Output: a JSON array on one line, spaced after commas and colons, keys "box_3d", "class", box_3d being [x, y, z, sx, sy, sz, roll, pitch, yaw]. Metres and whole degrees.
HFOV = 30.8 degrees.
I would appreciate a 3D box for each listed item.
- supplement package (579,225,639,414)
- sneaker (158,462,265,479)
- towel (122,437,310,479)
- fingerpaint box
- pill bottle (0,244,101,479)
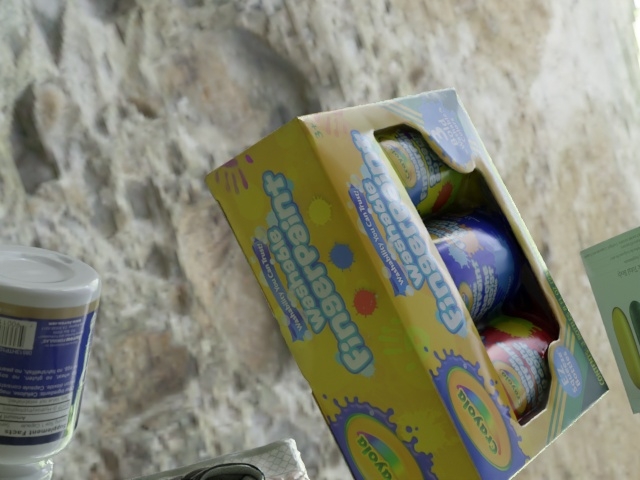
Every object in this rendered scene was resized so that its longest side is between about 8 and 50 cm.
[{"box_3d": [0.547, 0.098, 1.707, 0.198, 0.199, 0.262, -14, -98, -18], "class": "supplement package"}, {"box_3d": [-0.085, 0.347, 1.397, 0.269, 0.153, 0.101, 25, -128, -26], "class": "sneaker"}, {"box_3d": [-0.164, 0.437, 1.814, 0.317, 0.332, 0.053, -118, 17, -66], "class": "towel"}, {"box_3d": [0.120, 0.059, 1.371, 0.371, 0.163, 0.444, -19, -99, -55], "class": "fingerpaint box"}, {"box_3d": [-0.235, 0.106, 0.879, 0.112, 0.112, 0.186, -11, -62, -58], "class": "pill bottle"}]
